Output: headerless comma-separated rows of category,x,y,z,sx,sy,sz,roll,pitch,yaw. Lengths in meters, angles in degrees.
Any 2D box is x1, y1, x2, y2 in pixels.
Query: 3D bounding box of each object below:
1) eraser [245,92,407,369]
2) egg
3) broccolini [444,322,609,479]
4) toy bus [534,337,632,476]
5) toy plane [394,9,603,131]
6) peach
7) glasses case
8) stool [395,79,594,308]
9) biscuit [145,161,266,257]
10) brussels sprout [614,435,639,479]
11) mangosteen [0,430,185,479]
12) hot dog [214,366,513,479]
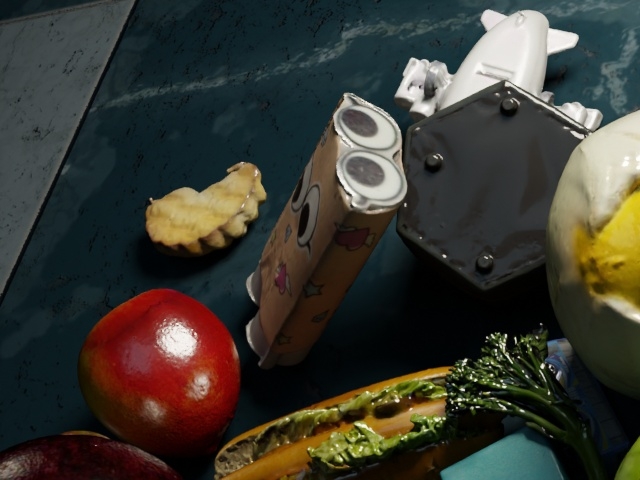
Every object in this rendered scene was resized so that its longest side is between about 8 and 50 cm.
eraser,0.000,0.000,1.354,0.290,0.087,0.171,119,158,-44
egg,0.366,0.007,1.098,0.345,0.283,0.283,-9,43,-11
broccolini,0.188,0.185,1.119,0.123,0.062,0.271,-21,40,5
toy bus,0.255,0.164,1.206,0.061,0.051,0.153,-19,45,1
toy plane,0.215,-0.178,1.473,0.252,0.118,0.252,-5,59,8
peach,-0.175,0.157,1.392,0.197,0.197,0.197,-17,47,19
glasses case,0.200,0.305,1.081,0.117,0.070,0.301,-29,38,12
stool,0.192,-0.045,1.306,0.232,0.141,0.232,-3,79,15
biscuit,-0.153,-0.025,1.613,0.183,0.061,0.118,-15,49,24
brussels sprout,0.344,0.258,0.957,0.210,0.219,0.271,-4,71,50
mangosteen,-0.257,0.334,1.231,0.307,0.307,0.347,-40,14,-4
hot dog,0.037,0.212,1.262,0.337,0.100,0.135,-22,45,16
